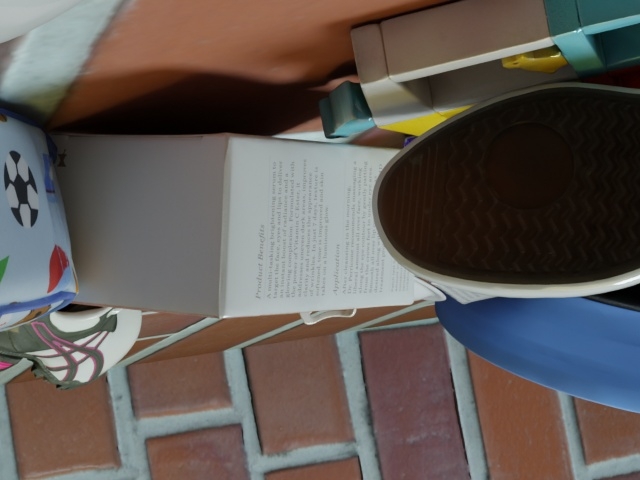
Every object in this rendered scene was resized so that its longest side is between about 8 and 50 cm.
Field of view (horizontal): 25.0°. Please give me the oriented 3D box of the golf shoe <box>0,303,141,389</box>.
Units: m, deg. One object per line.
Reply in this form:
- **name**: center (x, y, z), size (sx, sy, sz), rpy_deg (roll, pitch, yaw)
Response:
- **golf shoe**: center (-0.200, 0.060, 1.184), size (0.120, 0.105, 0.273), rpy_deg (-20, 170, 18)

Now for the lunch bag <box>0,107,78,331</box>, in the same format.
- **lunch bag**: center (-0.259, 0.002, 0.630), size (0.243, 0.115, 0.303), rpy_deg (-9, 174, 12)

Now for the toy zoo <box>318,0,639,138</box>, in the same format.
- **toy zoo**: center (0.138, -0.097, 0.720), size (0.293, 0.030, 0.192), rpy_deg (-12, 172, 17)

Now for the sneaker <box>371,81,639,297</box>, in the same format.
- **sneaker**: center (0.169, -0.027, 0.746), size (0.290, 0.105, 0.123), rpy_deg (-11, 170, -2)

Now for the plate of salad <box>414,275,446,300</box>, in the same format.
- **plate of salad**: center (0.000, 0.000, 1.048), size (0.200, 0.048, 0.200), rpy_deg (20, 174, 2)

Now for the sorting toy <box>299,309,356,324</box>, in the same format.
- **sorting toy**: center (0.003, 0.041, 1.402), size (0.083, 0.075, 0.045), rpy_deg (-10, 172, 3)

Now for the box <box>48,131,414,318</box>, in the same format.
- **box**: center (-0.045, -0.010, 0.786), size (0.130, 0.091, 0.170), rpy_deg (4, -177, 37)

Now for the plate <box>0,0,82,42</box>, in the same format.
- **plate**: center (-0.207, -0.043, 0.268), size (0.278, 0.045, 0.277), rpy_deg (-2, -175, 20)

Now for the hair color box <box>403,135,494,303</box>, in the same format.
- **hair color box**: center (0.241, -0.042, 0.983), size (0.339, 0.110, 0.185), rpy_deg (-10, 171, 11)

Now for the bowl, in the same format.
- **bowl**: center (0.295, 0.044, 1.217), size (0.391, 0.077, 0.391), rpy_deg (6, -163, -2)
